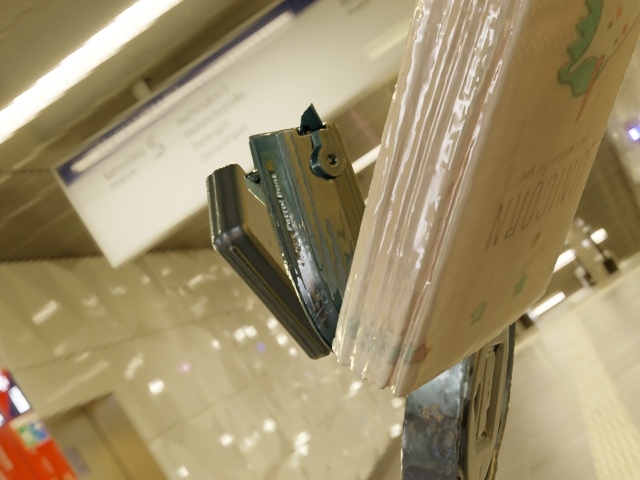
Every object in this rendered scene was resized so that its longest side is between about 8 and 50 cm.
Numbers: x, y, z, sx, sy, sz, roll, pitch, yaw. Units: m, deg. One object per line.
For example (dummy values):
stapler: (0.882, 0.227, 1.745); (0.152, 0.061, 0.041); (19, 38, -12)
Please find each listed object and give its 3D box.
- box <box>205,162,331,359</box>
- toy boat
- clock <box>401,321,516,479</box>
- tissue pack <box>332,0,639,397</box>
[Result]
box: (-0.056, 0.026, 1.472); (0.050, 0.230, 0.160); (-30, 35, 13)
toy boat: (0.000, 0.000, 1.165); (0.093, 0.246, 0.103); (-16, -3, -41)
clock: (0.135, 0.145, 1.155); (0.055, 0.280, 0.280); (7, 9, 18)
tissue pack: (0.102, -0.083, 0.637); (0.170, 0.071, 0.325); (-32, -36, -46)
